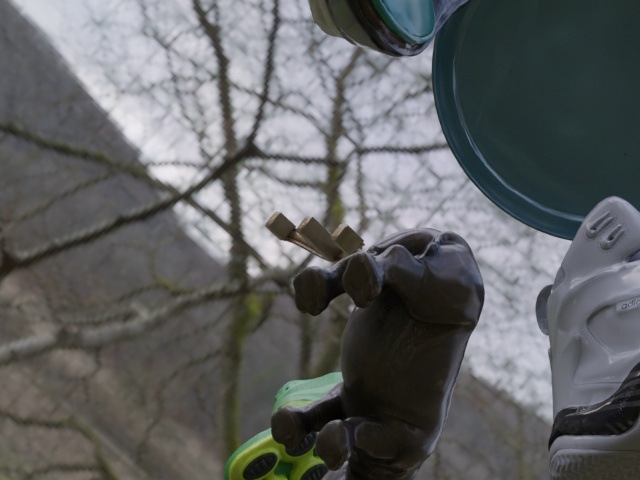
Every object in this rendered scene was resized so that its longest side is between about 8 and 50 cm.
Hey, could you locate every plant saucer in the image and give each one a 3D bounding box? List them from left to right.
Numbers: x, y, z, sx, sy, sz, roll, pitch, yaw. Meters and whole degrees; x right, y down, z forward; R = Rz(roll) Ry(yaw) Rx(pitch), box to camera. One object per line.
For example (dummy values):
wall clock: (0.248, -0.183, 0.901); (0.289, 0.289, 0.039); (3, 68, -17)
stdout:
plant saucer: (0.261, -0.154, 1.304); (0.317, 0.317, 0.044); (41, 0, 1)

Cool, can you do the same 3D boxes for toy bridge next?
toy bridge: (0.000, 0.000, 1.640); (0.063, 0.026, 0.188); (43, -14, -25)

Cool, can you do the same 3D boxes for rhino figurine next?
rhino figurine: (0.032, 0.098, 0.803); (0.073, 0.106, 0.243); (38, -52, 40)

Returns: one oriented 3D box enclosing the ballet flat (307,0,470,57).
ballet flat: (0.034, -0.130, 0.716); (0.074, 0.203, 0.074); (8, -68, 21)

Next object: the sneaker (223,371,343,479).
sneaker: (-0.005, 0.201, 1.380); (0.123, 0.295, 0.109); (-1, -79, 34)

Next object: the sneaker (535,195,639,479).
sneaker: (0.305, 0.040, 1.050); (0.137, 0.366, 0.210); (26, 41, -36)
